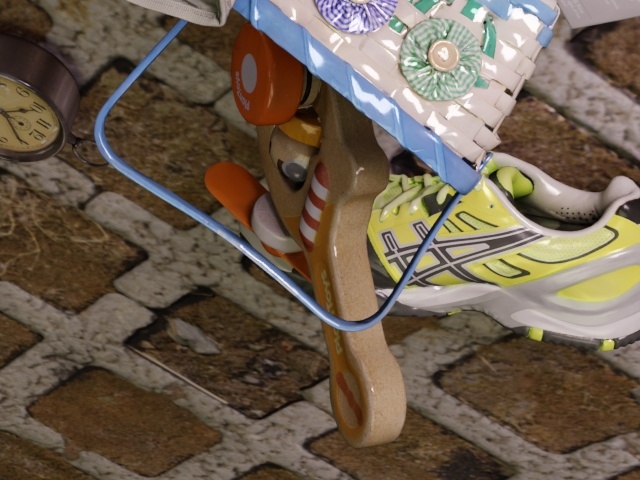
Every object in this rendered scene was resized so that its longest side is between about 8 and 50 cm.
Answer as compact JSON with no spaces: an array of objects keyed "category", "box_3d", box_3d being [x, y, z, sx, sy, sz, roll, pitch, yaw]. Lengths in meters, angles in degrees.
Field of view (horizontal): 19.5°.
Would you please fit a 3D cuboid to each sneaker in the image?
[{"category":"sneaker","box_3d":[0.117,-0.016,1.653,0.385,0.145,0.147,7,122,11]}]

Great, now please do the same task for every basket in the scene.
[{"category":"basket","box_3d":[0.011,-0.112,1.345,0.255,0.201,0.289,35,101,-6]}]

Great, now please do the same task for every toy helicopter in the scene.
[{"category":"toy helicopter","box_3d":[0.000,0.000,1.531,0.140,0.355,0.235,-4,163,-26]}]

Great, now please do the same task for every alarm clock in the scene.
[{"category":"alarm clock","box_3d":[-0.268,-0.121,1.695,0.192,0.064,0.129,36,141,-23]}]

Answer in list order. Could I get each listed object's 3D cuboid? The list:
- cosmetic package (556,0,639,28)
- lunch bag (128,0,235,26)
[{"category":"cosmetic package","box_3d":[0.262,-0.237,1.284,0.238,0.107,0.127,-9,139,28]},{"category":"lunch bag","box_3d":[-0.101,-0.321,1.192,0.169,0.235,0.287,14,146,9]}]
